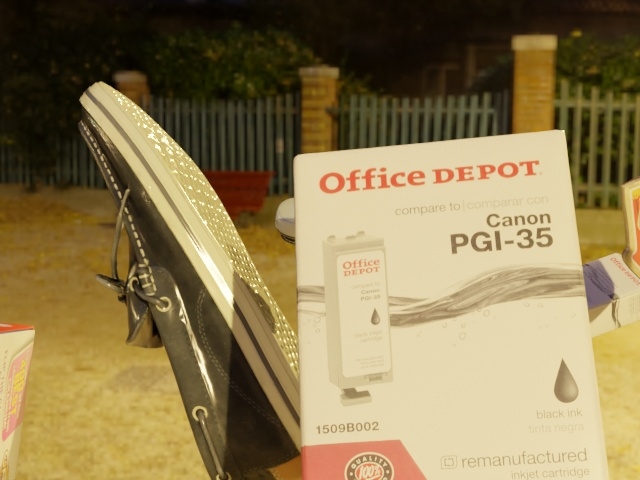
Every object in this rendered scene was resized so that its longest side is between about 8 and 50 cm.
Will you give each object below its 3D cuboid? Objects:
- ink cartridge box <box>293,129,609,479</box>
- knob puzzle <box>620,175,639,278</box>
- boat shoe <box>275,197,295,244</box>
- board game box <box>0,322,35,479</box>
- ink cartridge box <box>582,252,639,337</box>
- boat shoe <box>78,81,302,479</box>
[{"bbox_3d":[0.088,0.074,0.760,0.207,0.283,0.117,-5,-19,7],"label":"ink cartridge box"},{"bbox_3d":[0.447,-0.011,1.239,0.213,0.213,0.030,-2,22,-22],"label":"knob puzzle"},{"bbox_3d":[0.000,0.000,1.071,0.065,0.083,0.183,20,17,17],"label":"boat shoe"},{"bbox_3d":[-0.281,0.180,0.747,0.064,0.242,0.316,7,-5,-4],"label":"board game box"},{"bbox_3d":[0.421,0.090,1.611,0.150,0.063,0.109,-18,32,-8],"label":"ink cartridge box"},{"bbox_3d":[-0.151,0.050,1.122,0.156,0.500,0.187,-31,-11,7],"label":"boat shoe"}]
